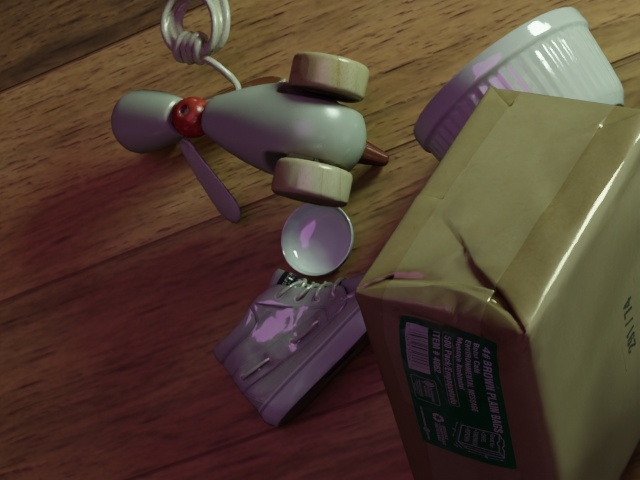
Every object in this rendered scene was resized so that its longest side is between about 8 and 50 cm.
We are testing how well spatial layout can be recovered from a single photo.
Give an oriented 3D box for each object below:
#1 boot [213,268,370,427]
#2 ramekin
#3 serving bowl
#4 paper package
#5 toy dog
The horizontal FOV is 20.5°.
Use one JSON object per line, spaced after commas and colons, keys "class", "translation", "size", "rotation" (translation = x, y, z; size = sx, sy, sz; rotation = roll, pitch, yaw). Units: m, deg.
{"class": "boot", "translation": [-0.001, 0.069, 1.858], "size": [0.258, 0.095, 0.123], "rotation": [-45, 77, 9]}
{"class": "ramekin", "translation": [0.206, -0.126, 1.766], "size": [0.207, 0.207, 0.109], "rotation": [-38, 77, 11]}
{"class": "serving bowl", "translation": [0.000, 0.000, 1.914], "size": [0.083, 0.027, 0.083], "rotation": [-4, 77, 20]}
{"class": "paper package", "translation": [0.195, 0.075, 1.598], "size": [0.168, 0.325, 0.309], "rotation": [12, 49, 28]}
{"class": "toy dog", "translation": [-0.057, -0.120, 1.921], "size": [0.333, 0.161, 0.220], "rotation": [32, 95, 39]}
